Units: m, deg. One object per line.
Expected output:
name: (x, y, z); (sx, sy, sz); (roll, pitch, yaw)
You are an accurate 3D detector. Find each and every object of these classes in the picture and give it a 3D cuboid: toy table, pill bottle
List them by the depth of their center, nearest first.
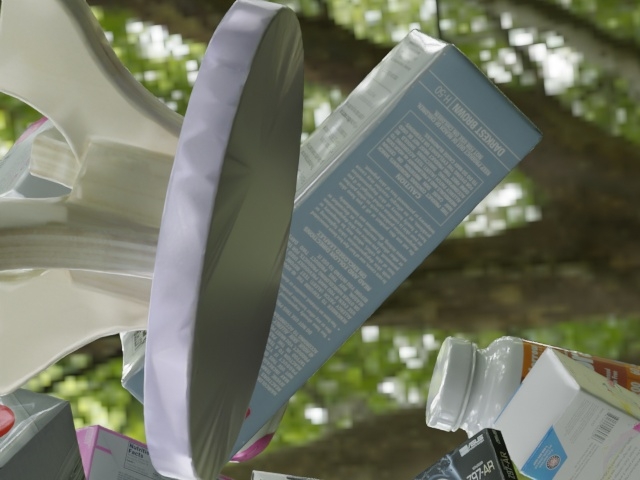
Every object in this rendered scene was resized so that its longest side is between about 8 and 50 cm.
toy table: (-0.114, -0.011, 1.104); (0.252, 0.160, 0.274); (-22, -55, -76)
pill bottle: (0.219, 0.163, 1.956); (0.121, 0.216, 0.121); (-167, 90, -85)

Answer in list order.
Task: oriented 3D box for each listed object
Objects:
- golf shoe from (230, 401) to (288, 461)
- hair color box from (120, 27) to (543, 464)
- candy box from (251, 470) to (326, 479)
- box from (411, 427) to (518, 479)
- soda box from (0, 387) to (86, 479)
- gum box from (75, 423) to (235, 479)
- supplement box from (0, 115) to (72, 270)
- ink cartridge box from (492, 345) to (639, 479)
golf shoe: (-0.095, 0.046, 1.805); (0.140, 0.115, 0.306); (28, -123, -59)
hair color box: (0.000, 0.000, 1.639); (0.113, 0.374, 0.185); (44, -177, -11)
candy box: (-0.003, 0.347, 2.043); (0.070, 0.164, 0.196); (51, -133, -71)
box: (0.110, 0.189, 1.477); (0.018, 0.083, 0.067); (17, -135, -43)
soda box: (-0.206, 0.235, 1.335); (0.098, 0.091, 0.286); (-47, -41, -46)
gum box: (-0.175, 0.225, 1.775); (0.188, 0.107, 0.062); (29, -120, -37)
supplement box: (-0.199, -0.037, 1.598); (0.114, 0.220, 0.111); (40, -107, -12)
ink cartridge box: (0.241, 0.175, 1.720); (0.143, 0.092, 0.090); (29, -168, -22)
